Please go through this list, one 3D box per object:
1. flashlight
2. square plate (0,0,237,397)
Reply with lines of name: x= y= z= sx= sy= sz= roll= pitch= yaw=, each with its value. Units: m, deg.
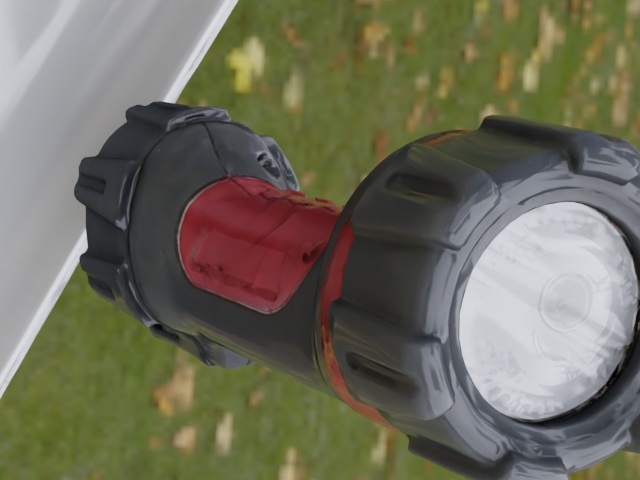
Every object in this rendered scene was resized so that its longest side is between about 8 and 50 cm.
flashlight: x=0.000 y=0.000 z=0.639 sx=0.103 sy=0.103 sz=0.304 roll=-54 pitch=-153 yaw=-9
square plate: x=-0.230 y=-0.090 z=0.769 sx=0.344 sy=0.347 sz=0.049 roll=-58 pitch=-152 yaw=9
